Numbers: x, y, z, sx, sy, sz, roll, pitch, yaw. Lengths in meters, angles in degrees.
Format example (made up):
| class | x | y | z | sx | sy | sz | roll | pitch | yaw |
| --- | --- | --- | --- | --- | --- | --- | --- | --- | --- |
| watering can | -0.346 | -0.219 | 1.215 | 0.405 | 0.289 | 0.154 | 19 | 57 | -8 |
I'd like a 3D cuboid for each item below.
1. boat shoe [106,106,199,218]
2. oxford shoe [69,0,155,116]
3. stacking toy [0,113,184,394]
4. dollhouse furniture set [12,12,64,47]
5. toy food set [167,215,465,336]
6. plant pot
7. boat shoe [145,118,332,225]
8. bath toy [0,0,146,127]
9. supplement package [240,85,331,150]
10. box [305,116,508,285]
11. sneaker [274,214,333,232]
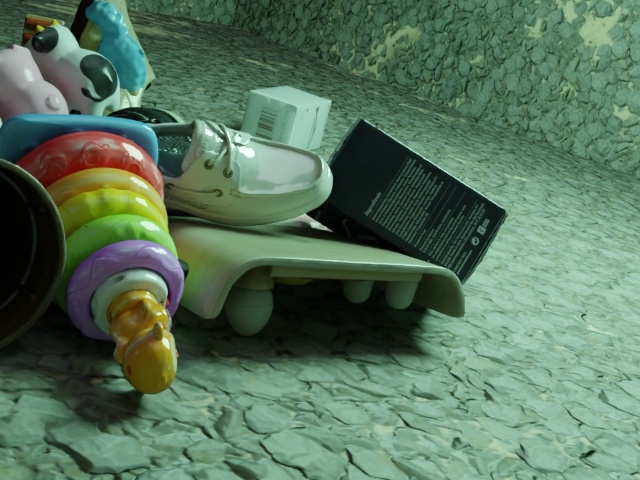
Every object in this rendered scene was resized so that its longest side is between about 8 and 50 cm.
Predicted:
| class | x | y | z | sx | sy | sz | roll | pitch | yaw |
| --- | --- | --- | --- | --- | --- | --- | --- | --- | --- |
| boat shoe | -0.230 | -0.095 | 1.144 | 0.113 | 0.127 | 0.340 | 15 | 22 | -42 |
| oxford shoe | -0.333 | -0.290 | 1.451 | 0.130 | 0.348 | 0.123 | 13 | -25 | -30 |
| stacking toy | -0.186 | 0.025 | 0.805 | 0.166 | 0.175 | 0.302 | 0 | 34 | -33 |
| dollhouse furniture set | -0.483 | -0.300 | 1.555 | 0.262 | 0.135 | 0.259 | 8 | 19 | -22 |
| toy food set | -0.028 | 0.044 | 0.974 | 0.306 | 0.092 | 0.220 | 5 | 8 | -34 |
| plant pot | -0.324 | -0.007 | 0.751 | 0.167 | 0.167 | 0.165 | 0 | 15 | -39 |
| boat shoe | -0.125 | -0.083 | 0.970 | 0.277 | 0.096 | 0.098 | 2 | 55 | 0 |
| bath toy | -0.385 | -0.210 | 1.202 | 0.151 | 0.129 | 0.348 | 19 | 39 | 21 |
| supplement package | -0.066 | -0.231 | 1.739 | 0.105 | 0.105 | 0.179 | 20 | 19 | 16 |
| box | 0.095 | -0.035 | 1.086 | 0.207 | 0.108 | 0.153 | 33 | -9 | 0 |
| sneaker | 0.000 | 0.000 | 1.170 | 0.134 | 0.051 | 0.070 | 18 | 24 | 7 |
